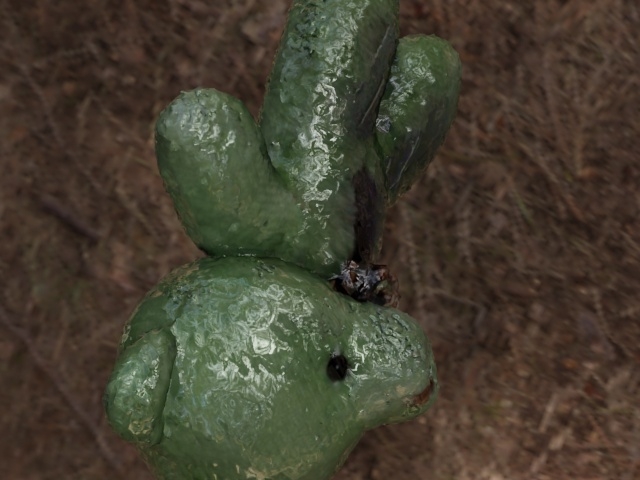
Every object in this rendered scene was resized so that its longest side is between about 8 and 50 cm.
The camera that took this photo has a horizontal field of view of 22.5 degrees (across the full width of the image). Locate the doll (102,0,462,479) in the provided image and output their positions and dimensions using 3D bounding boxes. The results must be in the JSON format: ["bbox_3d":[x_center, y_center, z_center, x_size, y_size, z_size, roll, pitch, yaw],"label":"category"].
[{"bbox_3d":[0.000,0.000,0.409,0.077,0.115,0.150,11,69,26],"label":"doll"}]
